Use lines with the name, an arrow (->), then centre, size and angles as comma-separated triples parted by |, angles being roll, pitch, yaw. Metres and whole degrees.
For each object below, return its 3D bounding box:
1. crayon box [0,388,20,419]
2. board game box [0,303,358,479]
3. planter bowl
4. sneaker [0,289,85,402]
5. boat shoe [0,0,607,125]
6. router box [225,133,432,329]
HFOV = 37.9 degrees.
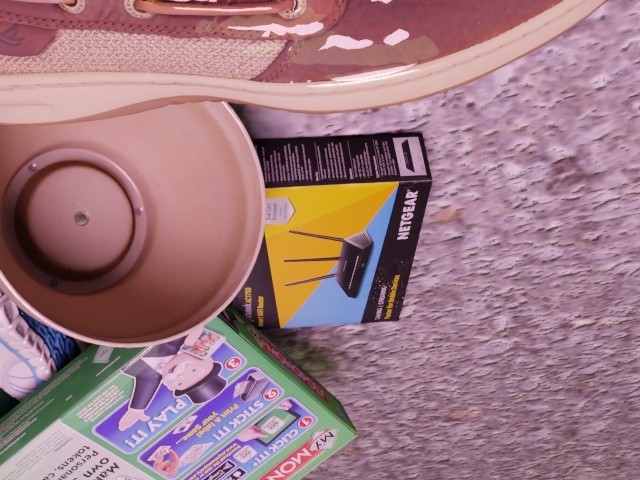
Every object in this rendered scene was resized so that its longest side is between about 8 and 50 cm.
crayon box -> -0.353, 0.223, 0.841 | 0.362, 0.106, 0.313 | -26, 138, 30
board game box -> -0.153, 0.186, 0.715 | 0.317, 0.046, 0.213 | -38, 132, 5
planter bowl -> -0.128, -0.019, 0.540 | 0.162, 0.162, 0.109 | 15, 166, -29
sneaker -> -0.233, 0.076, 0.688 | 0.082, 0.071, 0.191 | -3, 138, 8
boat shoe -> -0.033, -0.137, 0.406 | 0.341, 0.123, 0.123 | -5, 147, 7
router box -> 0.000, 0.000, 0.665 | 0.133, 0.046, 0.179 | -3, 145, -5
